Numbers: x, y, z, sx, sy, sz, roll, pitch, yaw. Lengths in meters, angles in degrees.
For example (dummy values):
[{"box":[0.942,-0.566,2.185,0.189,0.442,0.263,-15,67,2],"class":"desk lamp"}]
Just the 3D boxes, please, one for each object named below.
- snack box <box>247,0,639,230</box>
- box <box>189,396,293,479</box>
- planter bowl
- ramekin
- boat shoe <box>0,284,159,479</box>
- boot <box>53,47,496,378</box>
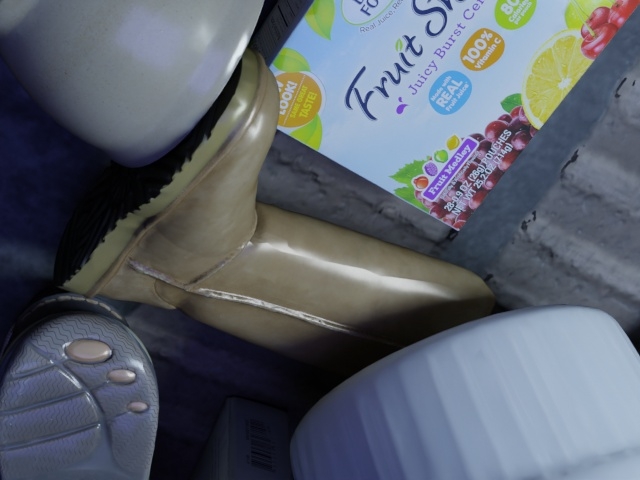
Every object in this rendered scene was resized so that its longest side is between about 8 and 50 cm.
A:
[{"box":[0.073,-0.134,0.674,0.175,0.070,0.207,28,110,-23],"class":"snack box"},{"box":[-0.100,0.309,0.804,0.059,0.232,0.322,18,115,-14],"class":"box"},{"box":[-0.116,-0.133,0.579,0.109,0.162,0.162,25,113,-32],"class":"planter bowl"},{"box":[0.113,0.157,0.750,0.277,0.135,0.277,-16,154,-8],"class":"ramekin"},{"box":[-0.182,0.193,0.786,0.132,0.130,0.355,8,112,-18],"class":"boat shoe"},{"box":[0.000,0.000,0.688,0.270,0.089,0.236,20,145,-27],"class":"boot"}]
